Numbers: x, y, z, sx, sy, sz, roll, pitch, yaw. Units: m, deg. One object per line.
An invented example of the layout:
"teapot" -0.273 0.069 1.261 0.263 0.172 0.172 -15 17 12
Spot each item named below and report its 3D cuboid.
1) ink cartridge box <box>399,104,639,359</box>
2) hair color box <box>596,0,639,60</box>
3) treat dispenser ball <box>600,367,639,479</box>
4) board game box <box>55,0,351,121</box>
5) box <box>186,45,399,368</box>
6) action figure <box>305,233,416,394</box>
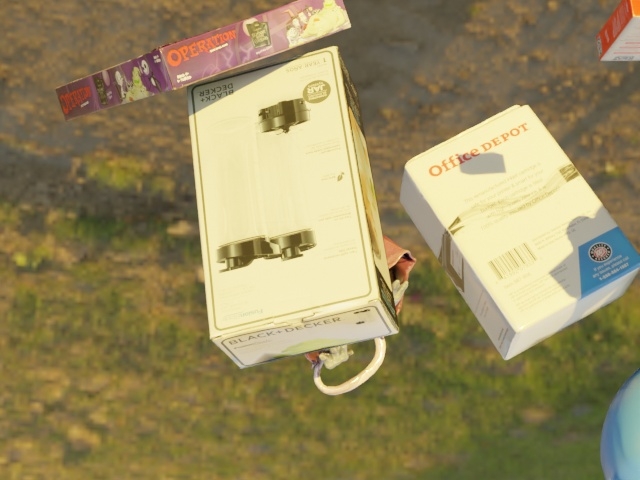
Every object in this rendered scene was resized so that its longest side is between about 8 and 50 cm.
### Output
"ink cartridge box" 0.371 -0.021 2.406 0.285 0.395 0.166 -27 158 -13
"hair color box" 0.451 -0.305 1.808 0.072 0.043 0.141 -2 162 -9
"treat dispenser ball" 0.516 0.281 1.672 0.288 0.288 0.288 1 160 0
"board game box" -0.139 -0.195 1.364 0.208 0.056 0.347 -20 -171 -27
"box" -0.032 -0.034 1.253 0.169 0.290 0.087 -15 151 10
"action figure" 0.000 0.000 1.925 0.248 0.370 0.276 -29 144 -10
